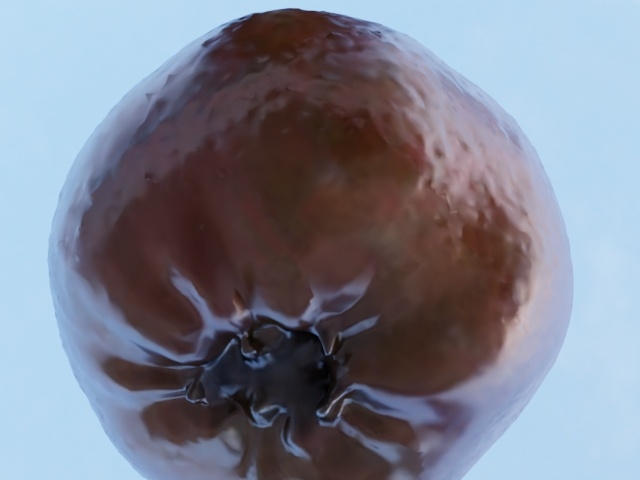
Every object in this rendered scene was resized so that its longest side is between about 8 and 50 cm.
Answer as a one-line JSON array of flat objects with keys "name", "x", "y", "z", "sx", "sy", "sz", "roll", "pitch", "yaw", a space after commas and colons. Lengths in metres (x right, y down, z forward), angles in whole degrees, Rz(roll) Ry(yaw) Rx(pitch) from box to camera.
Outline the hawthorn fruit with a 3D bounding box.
[{"name": "hawthorn fruit", "x": 0.000, "y": 0.000, "z": 0.509, "sx": 0.196, "sy": 0.197, "sz": 0.225, "roll": 1, "pitch": -156, "yaw": 10}]
